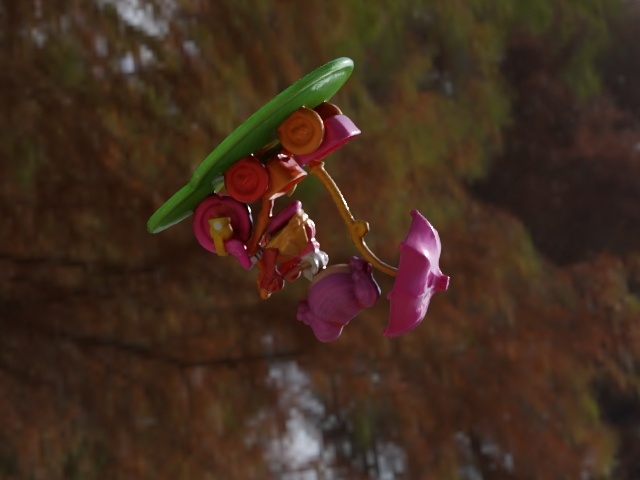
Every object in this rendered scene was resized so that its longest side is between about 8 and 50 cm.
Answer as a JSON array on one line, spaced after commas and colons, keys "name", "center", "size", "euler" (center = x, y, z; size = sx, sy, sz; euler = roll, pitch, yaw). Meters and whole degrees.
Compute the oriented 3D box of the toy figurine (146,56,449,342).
[{"name": "toy figurine", "center": [0.000, 0.000, 1.182], "size": [0.173, 0.159, 0.130], "euler": [-40, -5, 18]}]
